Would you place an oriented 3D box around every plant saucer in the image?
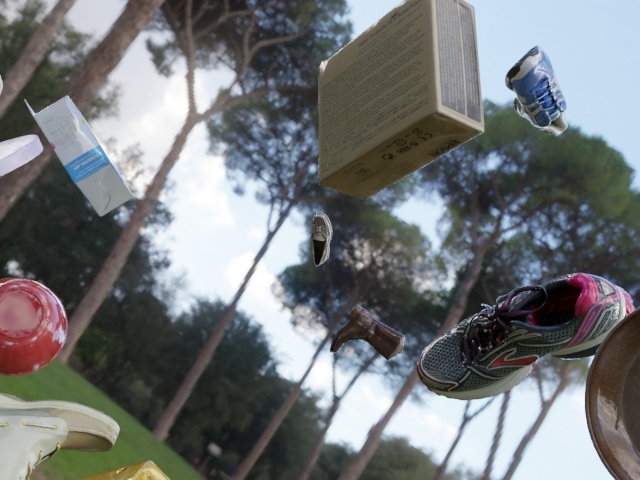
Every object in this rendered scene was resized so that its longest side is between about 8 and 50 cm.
[{"bbox_3d":[0.335,0.147,0.780,0.198,0.199,0.036,22,4,37],"label":"plant saucer"}]

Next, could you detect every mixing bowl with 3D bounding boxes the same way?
[{"bbox_3d":[-0.530,0.137,1.537,0.181,0.181,0.098,36,-28,-5],"label":"mixing bowl"}]

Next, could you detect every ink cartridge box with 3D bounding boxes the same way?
[{"bbox_3d":[-0.355,-0.136,1.293,0.181,0.061,0.104,53,-10,25],"label":"ink cartridge box"},{"bbox_3d":[0.096,-0.187,1.143,0.088,0.193,0.234,17,-28,-32],"label":"ink cartridge box"}]

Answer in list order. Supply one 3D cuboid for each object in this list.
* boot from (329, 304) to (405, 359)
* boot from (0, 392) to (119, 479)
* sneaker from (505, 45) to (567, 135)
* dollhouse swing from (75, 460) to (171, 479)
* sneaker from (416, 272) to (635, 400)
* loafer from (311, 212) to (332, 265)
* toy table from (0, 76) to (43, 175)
[{"bbox_3d":[0.085,0.188,1.586,0.114,0.106,0.037,35,14,12],"label":"boot"},{"bbox_3d":[-0.345,0.269,1.035,0.213,0.165,0.077,16,-46,-25],"label":"boot"},{"bbox_3d":[0.341,-0.228,1.355,0.081,0.080,0.211,51,8,25],"label":"sneaker"},{"bbox_3d":[-0.360,0.596,1.442,0.315,0.347,0.305,-21,-78,29],"label":"dollhouse swing"},{"bbox_3d":[0.248,0.115,1.150,0.299,0.121,0.112,-30,-37,30],"label":"sneaker"},{"bbox_3d":[0.000,0.000,1.961,0.045,0.039,0.125,10,-56,17],"label":"loafer"},{"bbox_3d":[-0.651,-0.179,1.552,0.252,0.274,0.161,8,-55,46],"label":"toy table"}]
